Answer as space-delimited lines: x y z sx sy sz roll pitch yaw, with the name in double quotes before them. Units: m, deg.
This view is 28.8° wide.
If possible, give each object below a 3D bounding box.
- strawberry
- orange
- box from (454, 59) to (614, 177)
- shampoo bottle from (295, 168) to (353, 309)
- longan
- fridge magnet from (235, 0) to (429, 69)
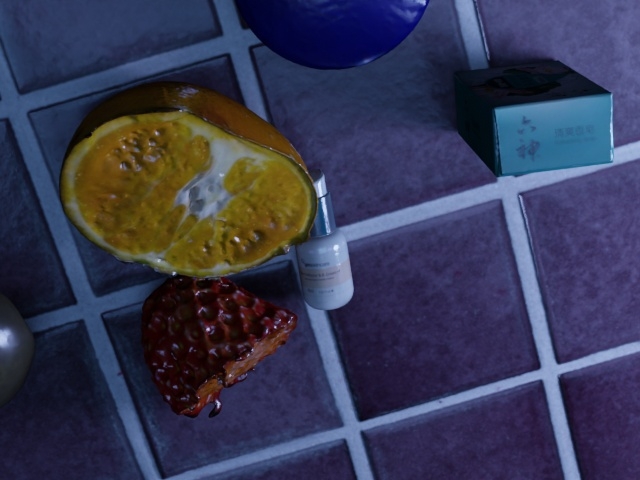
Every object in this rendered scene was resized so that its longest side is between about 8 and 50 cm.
"strawberry" -0.157 0.128 1.738 0.234 0.234 0.178 -41 80 9
"orange" -0.177 -0.078 1.600 0.310 0.274 0.274 -13 119 -48
"box" 0.271 -0.162 1.614 0.153 0.245 0.092 -7 108 -4
"shampoo bottle" 0.000 0.000 1.736 0.074 0.074 0.192 -9 111 -2
"longan" -0.488 0.150 1.685 0.212 0.198 0.198 -41 109 20
"fridge magnet" 0.015 -0.349 1.591 0.266 0.112 0.265 -2 109 -5
